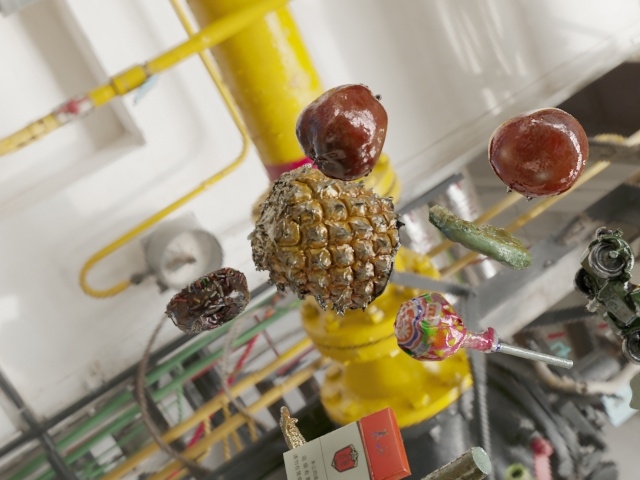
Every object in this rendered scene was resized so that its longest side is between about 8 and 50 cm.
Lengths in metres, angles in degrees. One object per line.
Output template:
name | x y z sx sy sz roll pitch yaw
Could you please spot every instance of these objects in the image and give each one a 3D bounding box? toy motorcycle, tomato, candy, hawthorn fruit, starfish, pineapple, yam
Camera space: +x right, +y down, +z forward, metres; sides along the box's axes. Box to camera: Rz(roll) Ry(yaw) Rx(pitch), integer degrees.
toy motorcycle | 0.621 0.107 1.884 0.275 0.127 0.205 55 -14 18
tomato | 0.368 -0.150 1.559 0.167 0.167 0.167 50 -17 22
candy | 0.299 0.183 1.655 0.365 0.124 0.124 14 0 -20
hawthorn fruit | 0.055 -0.225 1.867 0.185 0.202 0.185 36 -18 14
starfish | -0.024 0.529 2.122 0.301 0.084 0.294 105 -31 -71
pineapple | -0.001 -0.002 2.202 0.300 0.353 0.352 18 -3 -21
yam | 0.206 0.378 1.466 0.054 0.132 0.054 43 21 -21

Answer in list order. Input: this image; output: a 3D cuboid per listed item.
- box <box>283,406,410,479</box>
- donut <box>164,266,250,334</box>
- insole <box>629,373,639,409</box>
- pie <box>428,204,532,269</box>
box | 0.047 0.427 1.780 0.035 0.245 0.139 42 28 -47
donut | -0.286 0.163 2.402 0.235 0.235 0.089 96 -31 -66
insole | 0.567 0.267 1.634 0.153 0.053 0.002 75 21 -56
pie | 0.327 -0.007 1.906 0.240 0.054 0.240 24 11 -5
